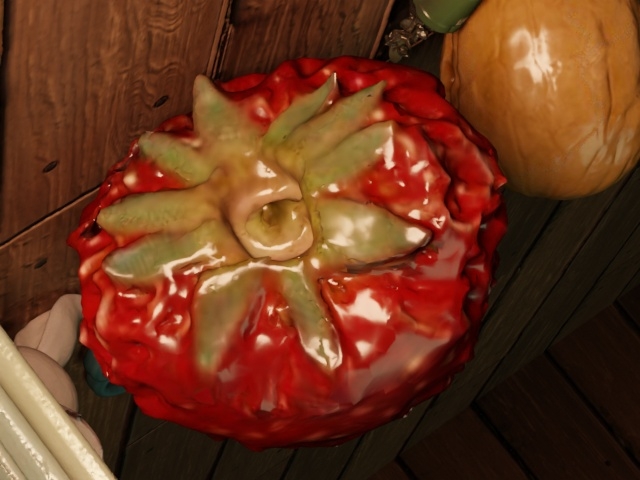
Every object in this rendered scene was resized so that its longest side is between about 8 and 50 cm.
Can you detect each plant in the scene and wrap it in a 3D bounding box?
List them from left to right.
[{"bbox_3d":[0.087,-0.180,1.552,0.051,0.051,0.102,-24,168,-46],"label":"plant"}]

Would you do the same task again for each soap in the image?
[{"bbox_3d":[-0.223,0.157,1.373,0.114,0.198,0.063,-46,165,30],"label":"soap"}]

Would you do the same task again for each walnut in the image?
[{"bbox_3d":[0.190,-0.144,1.610,0.195,0.222,0.195,-6,-168,1],"label":"walnut"}]

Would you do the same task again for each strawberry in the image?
[{"bbox_3d":[-0.004,0.042,1.453,0.317,0.295,0.345,-40,146,-9],"label":"strawberry"}]

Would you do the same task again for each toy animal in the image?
[{"bbox_3d":[-0.243,0.113,1.529,0.130,0.221,0.104,16,113,-22],"label":"toy animal"}]

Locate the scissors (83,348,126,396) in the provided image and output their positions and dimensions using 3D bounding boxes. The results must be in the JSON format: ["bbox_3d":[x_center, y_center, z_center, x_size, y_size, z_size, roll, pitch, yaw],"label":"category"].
[{"bbox_3d":[-0.037,0.004,1.855,0.447,0.029,0.192,-35,166,-12],"label":"scissors"}]
